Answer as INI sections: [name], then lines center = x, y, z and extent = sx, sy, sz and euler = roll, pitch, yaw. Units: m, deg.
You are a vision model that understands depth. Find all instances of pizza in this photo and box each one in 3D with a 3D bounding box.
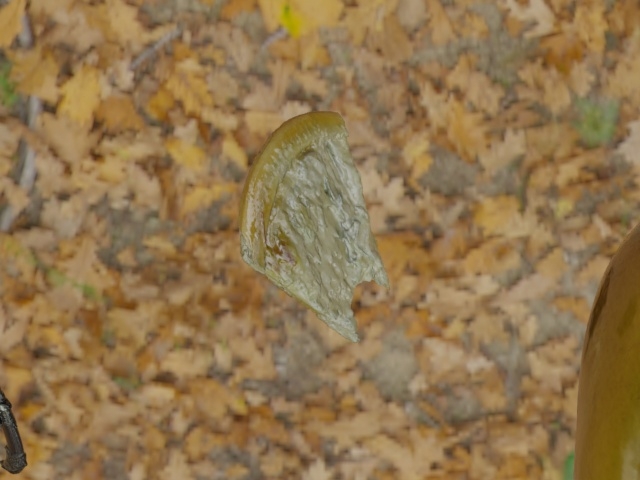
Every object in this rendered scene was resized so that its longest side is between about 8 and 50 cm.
[pizza]
center = 0.000, 0.000, 1.529
extent = 0.034, 0.181, 0.262
euler = 7, 131, 48

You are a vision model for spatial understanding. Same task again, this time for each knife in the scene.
[knife]
center = -0.319, 0.176, 1.456
extent = 0.045, 0.021, 0.222
euler = 33, 144, 23

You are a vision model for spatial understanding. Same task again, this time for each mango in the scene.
[mango]
center = 0.244, 0.117, 0.929
extent = 0.173, 0.211, 0.317
euler = 15, 102, 7
